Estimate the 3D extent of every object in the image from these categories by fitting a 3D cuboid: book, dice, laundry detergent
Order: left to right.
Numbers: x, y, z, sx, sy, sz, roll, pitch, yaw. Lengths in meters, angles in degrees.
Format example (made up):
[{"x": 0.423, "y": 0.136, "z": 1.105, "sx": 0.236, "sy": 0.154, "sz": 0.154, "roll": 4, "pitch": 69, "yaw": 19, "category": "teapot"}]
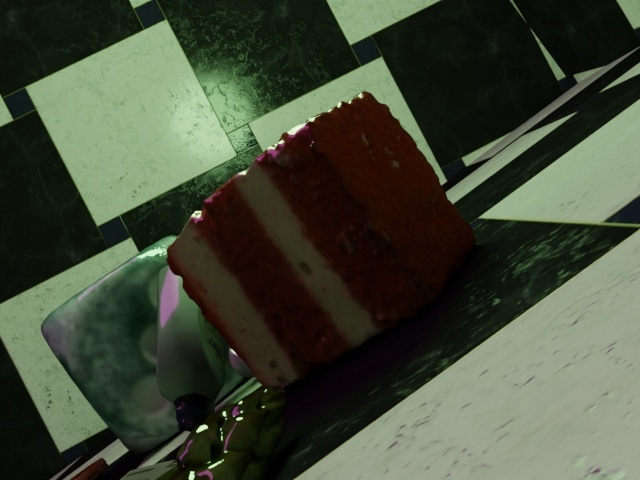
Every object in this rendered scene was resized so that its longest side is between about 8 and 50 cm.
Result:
[{"x": -0.261, "y": 0.340, "z": 0.978, "sx": 0.127, "sy": 0.014, "sz": 0.181, "roll": -23, "pitch": 7, "yaw": 34, "category": "book"}, {"x": -0.339, "y": 0.214, "z": 1.569, "sx": 0.328, "sy": 0.348, "sz": 0.330, "roll": -37, "pitch": 6, "yaw": -17, "category": "dice"}, {"x": -0.211, "y": 0.198, "z": 1.283, "sx": 0.105, "sy": 0.281, "sz": 0.215, "roll": -10, "pitch": -35, "yaw": -1, "category": "laundry detergent"}]

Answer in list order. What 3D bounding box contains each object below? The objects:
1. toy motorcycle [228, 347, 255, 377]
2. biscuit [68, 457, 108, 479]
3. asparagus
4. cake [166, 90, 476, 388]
[{"x": -0.053, "y": 0.128, "z": 1.249, "sx": 0.254, "sy": 0.112, "sz": 0.112, "roll": -35, "pitch": 0, "yaw": -32, "category": "toy motorcycle"}, {"x": -0.567, "y": 0.559, "z": 1.598, "sx": 0.288, "sy": 0.044, "sz": 0.202, "roll": -39, "pitch": 1, "yaw": -32, "category": "biscuit"}, {"x": -0.091, "y": 0.195, "z": 0.634, "sx": 0.080, "sy": 0.080, "sz": 0.287, "roll": -36, "pitch": 3, "yaw": 28, "category": "asparagus"}, {"x": 0.000, "y": 0.000, "z": 1.038, "sx": 0.319, "sy": 0.269, "sz": 0.270, "roll": -35, "pitch": 2, "yaw": 33, "category": "cake"}]
